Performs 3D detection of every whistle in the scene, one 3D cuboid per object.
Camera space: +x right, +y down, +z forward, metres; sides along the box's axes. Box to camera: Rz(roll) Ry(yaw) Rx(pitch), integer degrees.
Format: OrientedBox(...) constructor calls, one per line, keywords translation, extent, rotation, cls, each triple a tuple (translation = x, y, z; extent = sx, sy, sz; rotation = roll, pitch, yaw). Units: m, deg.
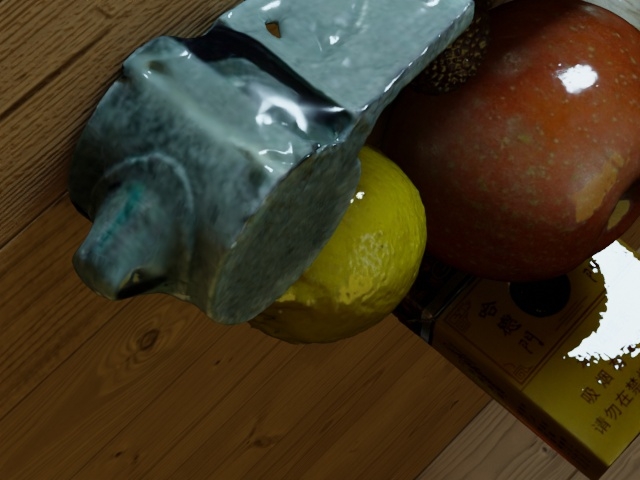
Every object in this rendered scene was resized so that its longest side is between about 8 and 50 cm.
OrientedBox(translation=(-0.043, -0.108, 1.120), extent=(0.405, 0.168, 0.188), rotation=(-53, 161, -3), cls="whistle")

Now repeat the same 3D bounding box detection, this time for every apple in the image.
OrientedBox(translation=(0.245, -0.110, 1.543), extent=(0.348, 0.277, 0.348), rotation=(-42, 159, -20), cls="apple")

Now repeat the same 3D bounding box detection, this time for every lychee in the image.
OrientedBox(translation=(0.109, -0.209, 1.316), extent=(0.129, 0.123, 0.123), rotation=(-65, 157, 8), cls="lychee")

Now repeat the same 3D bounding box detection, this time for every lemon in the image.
OrientedBox(translation=(0.000, 0.000, 1.359), extent=(0.260, 0.204, 0.204), rotation=(-39, 159, -47), cls="lemon")

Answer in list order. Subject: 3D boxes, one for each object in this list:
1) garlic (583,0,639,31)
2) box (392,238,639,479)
OrientedBox(translation=(0.416, -0.255, 1.718), extent=(0.199, 0.226, 0.199), rotation=(-46, 159, -24), cls="garlic")
OrientedBox(translation=(0.291, 0.088, 1.799), extent=(0.264, 0.415, 0.116), rotation=(-44, 165, -15), cls="box")
